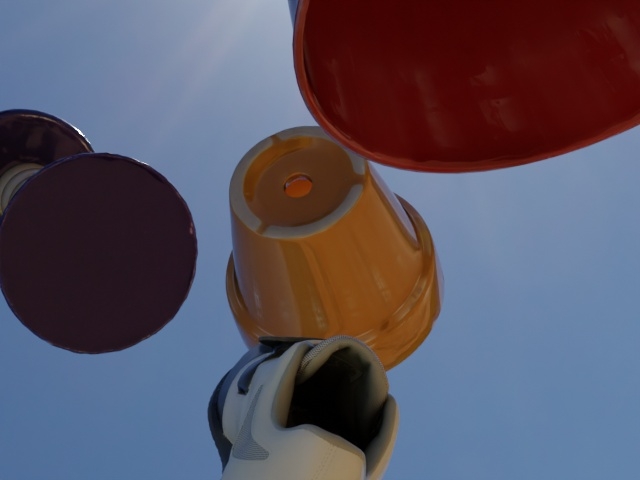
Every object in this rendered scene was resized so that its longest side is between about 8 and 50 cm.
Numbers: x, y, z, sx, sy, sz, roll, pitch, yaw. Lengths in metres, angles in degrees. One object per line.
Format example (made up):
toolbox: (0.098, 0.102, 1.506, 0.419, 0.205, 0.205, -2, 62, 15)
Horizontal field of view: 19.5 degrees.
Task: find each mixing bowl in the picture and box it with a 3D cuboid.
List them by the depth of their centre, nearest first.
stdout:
mixing bowl: (0.059, -0.112, 0.493, 0.181, 0.098, 0.181, -20, -29, -12)

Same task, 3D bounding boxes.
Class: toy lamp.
toy lamp: (-0.115, -0.011, 0.764, 0.080, 0.274, 0.080, -2, -83, -14)

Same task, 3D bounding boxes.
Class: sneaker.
sneaker: (0.000, 0.119, 1.242, 0.146, 0.122, 0.330, -59, 10, 16)

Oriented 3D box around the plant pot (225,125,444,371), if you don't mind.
plant pot: (0.000, 0.000, 1.719, 0.205, 0.205, 0.188, -47, -33, -20)
